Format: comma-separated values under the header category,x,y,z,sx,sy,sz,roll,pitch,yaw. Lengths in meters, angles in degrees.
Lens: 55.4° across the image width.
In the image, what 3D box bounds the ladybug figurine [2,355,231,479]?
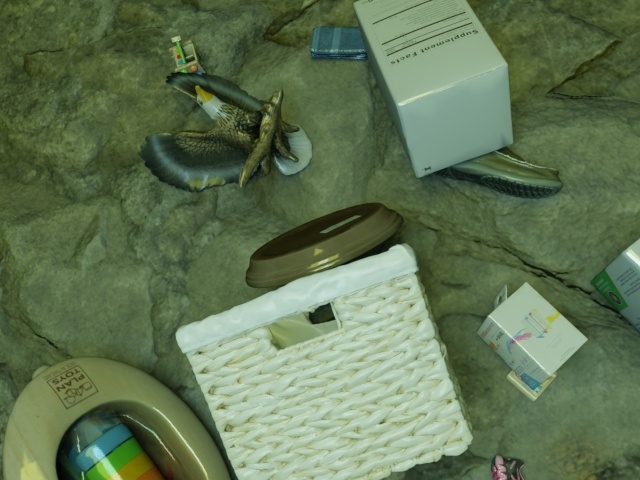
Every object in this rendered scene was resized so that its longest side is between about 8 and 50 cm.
category,x,y,z,sx,sy,sz,roll,pitch,yaw
ladybug figurine,-0.323,0.389,0.975,0.305,0.162,0.449,-27,75,-43

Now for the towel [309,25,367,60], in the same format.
category,x,y,z,sx,sy,sz,roll,pitch,yaw
towel,0.040,-0.397,1.223,0.119,0.029,0.067,6,76,15

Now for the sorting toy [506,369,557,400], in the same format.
category,x,y,z,sx,sy,sz,roll,pitch,yaw
sorting toy,0.334,0.211,0.994,0.083,0.012,0.062,42,87,20

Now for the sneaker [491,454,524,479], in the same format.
category,x,y,z,sx,sy,sz,roll,pitch,yaw
sneaker,0.298,0.389,0.930,0.057,0.047,0.120,2,59,-3

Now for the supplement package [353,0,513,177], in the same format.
category,x,y,z,sx,sy,sz,roll,pitch,yaw
supplement package,0.188,-0.288,1.038,0.175,0.178,0.293,-19,52,7

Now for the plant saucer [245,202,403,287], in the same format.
category,x,y,z,sx,sy,sz,roll,pitch,yaw
plant saucer,0.000,0.000,1.000,0.277,0.278,0.041,-20,101,7

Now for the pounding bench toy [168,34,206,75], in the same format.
category,x,y,z,sx,sy,sz,roll,pitch,yaw
pounding bench toy,-0.280,-0.375,1.260,0.052,0.083,0.065,-20,71,6

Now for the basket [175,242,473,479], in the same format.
category,x,y,z,sx,sy,sz,roll,pitch,yaw
basket,0.024,0.180,0.898,0.328,0.331,0.267,-21,86,7

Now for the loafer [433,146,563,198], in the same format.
category,x,y,z,sx,sy,sz,roll,pitch,yaw
loafer,0.297,-0.142,1.058,0.251,0.094,0.088,18,84,17

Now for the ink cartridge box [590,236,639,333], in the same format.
category,x,y,z,sx,sy,sz,roll,pitch,yaw
ink cartridge box,0.555,0.111,0.869,0.121,0.211,0.289,-39,71,-2

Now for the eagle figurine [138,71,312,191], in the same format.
category,x,y,z,sx,sy,sz,roll,pitch,yaw
eagle figurine,-0.183,-0.216,1.164,0.298,0.225,0.226,8,31,44

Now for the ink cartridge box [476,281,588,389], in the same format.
category,x,y,z,sx,sy,sz,roll,pitch,yaw
ink cartridge box,0.323,0.144,0.963,0.090,0.092,0.143,-37,68,-17
